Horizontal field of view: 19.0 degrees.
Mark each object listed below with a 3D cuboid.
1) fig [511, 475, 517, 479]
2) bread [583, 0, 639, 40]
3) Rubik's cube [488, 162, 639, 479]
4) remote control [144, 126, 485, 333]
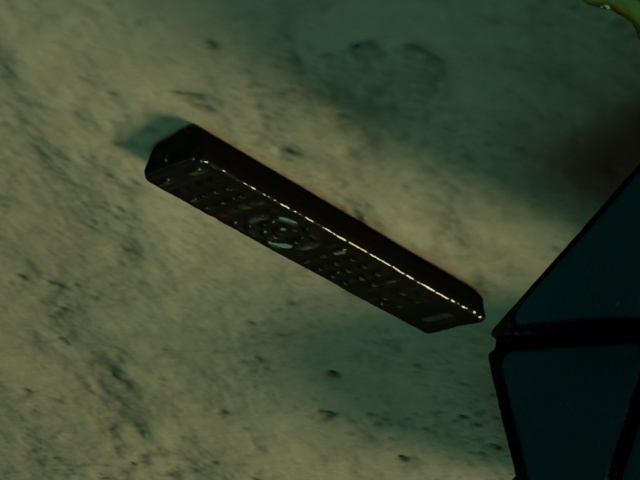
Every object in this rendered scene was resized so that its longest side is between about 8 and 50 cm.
[{"bbox_3d":[0.257,0.208,1.268,0.258,0.258,0.326,24,127,-21],"label":"fig"},{"bbox_3d":[0.161,-0.140,0.829,0.232,0.088,0.128,27,161,-39],"label":"bread"},{"bbox_3d":[0.263,0.090,0.947,0.255,0.260,0.259,24,118,-23],"label":"Rubik's cube"},{"bbox_3d":[0.000,0.000,1.201,0.245,0.025,0.063,30,148,-31],"label":"remote control"}]
